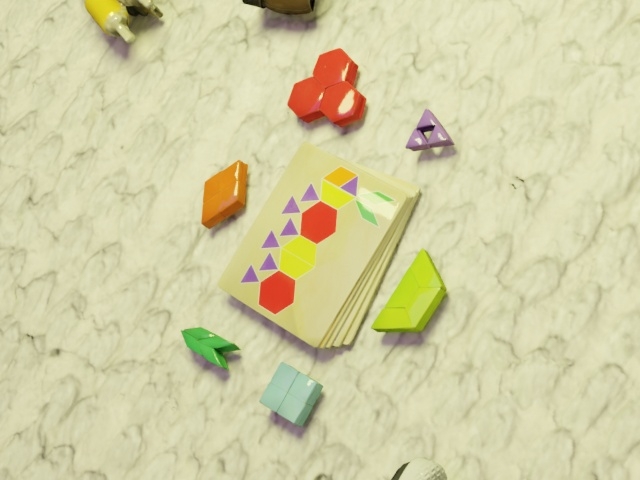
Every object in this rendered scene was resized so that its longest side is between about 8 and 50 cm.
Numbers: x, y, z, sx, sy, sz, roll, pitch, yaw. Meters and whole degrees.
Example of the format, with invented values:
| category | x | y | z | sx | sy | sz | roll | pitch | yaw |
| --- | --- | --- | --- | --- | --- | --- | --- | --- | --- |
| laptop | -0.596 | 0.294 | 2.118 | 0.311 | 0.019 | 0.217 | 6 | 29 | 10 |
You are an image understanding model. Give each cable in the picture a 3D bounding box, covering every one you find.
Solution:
| category | x | y | z | sx | sy | sz | roll | pitch | yaw |
| --- | --- | --- | --- | --- | --- | --- | --- | --- | --- |
| cable | -0.258 | -0.315 | 1.658 | 0.287 | 0.072 | 0.139 | 30 | 82 | 32 |

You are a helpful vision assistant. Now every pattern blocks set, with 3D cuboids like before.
| category | x | y | z | sx | sy | sz | roll | pitch | yaw |
| --- | --- | --- | --- | --- | --- | --- | --- | --- | --- |
| pattern blocks set | 0.000 | 0.000 | 1.446 | 0.285 | 0.026 | 0.325 | 40 | 93 | 31 |

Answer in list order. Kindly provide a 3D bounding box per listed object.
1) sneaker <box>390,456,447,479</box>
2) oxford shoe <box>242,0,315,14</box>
| category | x | y | z | sx | sy | sz | roll | pitch | yaw |
| --- | --- | --- | --- | --- | --- | --- | --- | --- | --- |
| sneaker | -0.008 | 0.283 | 1.308 | 0.153 | 0.101 | 0.269 | 30 | 90 | 29 |
| oxford shoe | 0.003 | -0.331 | 1.539 | 0.096 | 0.083 | 0.227 | 18 | 82 | 12 |
